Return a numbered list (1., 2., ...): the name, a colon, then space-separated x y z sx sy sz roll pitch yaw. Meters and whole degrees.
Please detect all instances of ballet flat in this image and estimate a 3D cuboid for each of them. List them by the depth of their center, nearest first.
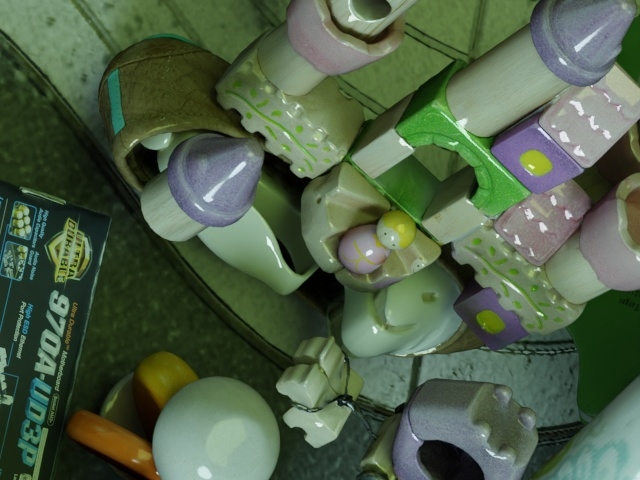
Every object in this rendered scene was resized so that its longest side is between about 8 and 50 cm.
1. ballet flat: 0.000 0.000 1.181 0.342 0.116 0.124 37 32 -22

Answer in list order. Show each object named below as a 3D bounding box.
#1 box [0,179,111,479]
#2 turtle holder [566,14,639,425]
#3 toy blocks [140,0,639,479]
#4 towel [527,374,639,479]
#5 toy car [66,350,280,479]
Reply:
1. box: -0.228 0.065 1.077 0.175 0.051 0.220 18 74 -30
2. turtle holder: 0.285 0.001 1.306 0.227 0.243 0.320 8 74 -47
3. toy blocks: 0.098 -0.057 1.053 0.288 0.260 0.309 43 51 -13
4. towel: 0.254 0.144 1.172 0.090 0.320 0.374 51 22 25
5. toy car: -0.085 0.164 1.096 0.136 0.159 0.182 -33 102 -21
